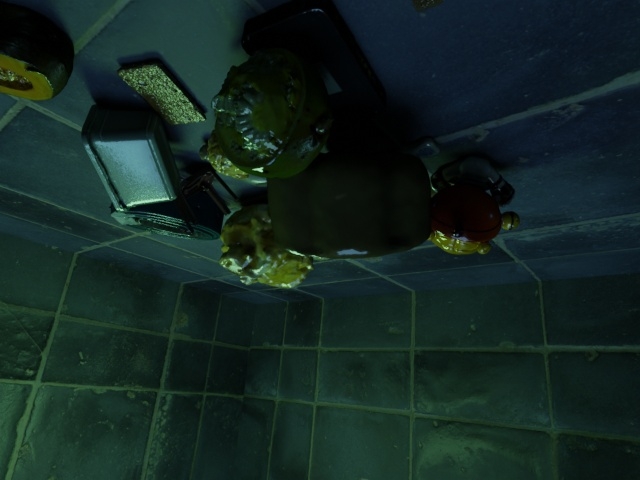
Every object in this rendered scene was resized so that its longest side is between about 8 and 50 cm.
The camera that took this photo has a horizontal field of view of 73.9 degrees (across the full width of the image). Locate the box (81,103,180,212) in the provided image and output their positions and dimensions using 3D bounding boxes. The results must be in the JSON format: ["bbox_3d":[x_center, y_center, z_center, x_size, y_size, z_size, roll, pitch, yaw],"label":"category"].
[{"bbox_3d":[-0.544,-0.240,1.271,0.182,0.175,0.312,-4,140,-3],"label":"box"}]

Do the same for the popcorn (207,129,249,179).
[{"bbox_3d":[-0.243,-0.256,1.246,0.180,0.180,0.170,15,-168,-26],"label":"popcorn"}]

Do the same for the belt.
[{"bbox_3d":[-0.605,-0.113,1.715,0.436,0.173,0.300,19,159,-32],"label":"belt"}]

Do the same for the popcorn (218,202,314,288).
[{"bbox_3d":[-0.209,0.009,1.742,0.390,0.354,0.344,13,120,-37],"label":"popcorn"}]

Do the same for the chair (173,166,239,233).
[{"bbox_3d":[-0.472,-0.207,1.511,0.326,0.183,0.175,54,152,-1],"label":"chair"}]

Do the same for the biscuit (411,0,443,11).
[{"bbox_3d":[0.202,-0.463,0.756,0.119,0.019,0.130,11,159,-17],"label":"biscuit"}]

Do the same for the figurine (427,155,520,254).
[{"bbox_3d":[0.427,-0.093,1.263,0.320,0.323,0.196,13,148,18],"label":"figurine"}]

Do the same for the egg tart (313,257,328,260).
[{"bbox_3d":[0.000,0.000,1.959,0.288,0.118,0.288,7,161,2],"label":"egg tart"}]

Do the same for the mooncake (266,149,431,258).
[{"bbox_3d":[0.074,-0.118,1.168,0.466,0.262,0.467,-1,-168,0],"label":"mooncake"}]

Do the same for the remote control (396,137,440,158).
[{"bbox_3d":[0.289,-0.266,1.266,0.122,0.032,0.074,-12,155,42],"label":"remote control"}]

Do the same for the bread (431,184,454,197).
[{"bbox_3d":[0.370,-0.158,1.540,0.264,0.163,0.167,-37,144,15],"label":"bread"}]

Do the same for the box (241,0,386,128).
[{"bbox_3d":[0.000,-0.384,0.975,0.211,0.058,0.350,-5,157,31],"label":"box"}]

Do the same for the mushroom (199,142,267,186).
[{"bbox_3d":[-0.255,-0.243,1.378,0.270,0.103,0.118,13,160,-4],"label":"mushroom"}]

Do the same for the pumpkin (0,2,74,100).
[{"bbox_3d":[-0.722,-0.432,0.920,0.317,0.139,0.222,15,162,-17],"label":"pumpkin"}]

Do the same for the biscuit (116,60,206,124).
[{"bbox_3d":[-0.412,-0.384,1.125,0.131,0.025,0.231,-2,159,16],"label":"biscuit"}]

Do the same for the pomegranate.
[{"bbox_3d":[-0.118,-0.271,0.910,0.340,0.260,0.260,32,-179,41],"label":"pomegranate"}]
